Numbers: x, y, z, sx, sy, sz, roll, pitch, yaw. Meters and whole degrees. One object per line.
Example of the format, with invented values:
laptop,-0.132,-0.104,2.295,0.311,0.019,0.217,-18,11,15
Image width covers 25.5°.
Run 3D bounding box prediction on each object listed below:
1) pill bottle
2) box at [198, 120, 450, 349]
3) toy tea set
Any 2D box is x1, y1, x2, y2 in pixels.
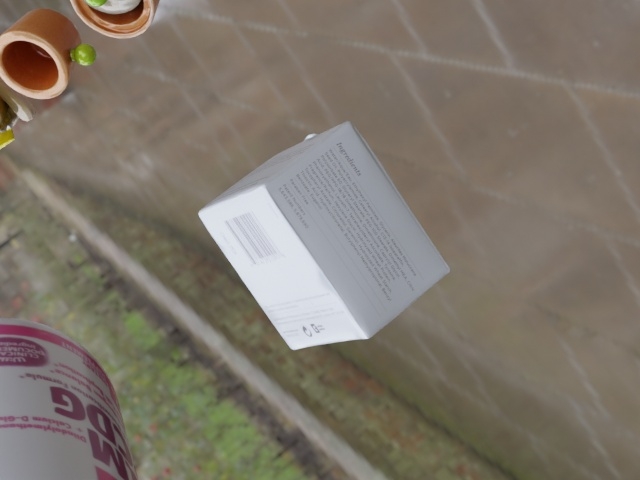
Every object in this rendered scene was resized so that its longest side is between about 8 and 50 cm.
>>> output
pill bottle,-0.172,0.173,0.777,0.160,0.160,0.283,58,180,-30
box,0.000,0.000,1.400,0.182,0.119,0.181,55,155,-8
toy tea set,-0.288,-0.178,1.211,0.336,0.124,0.200,-28,118,37
